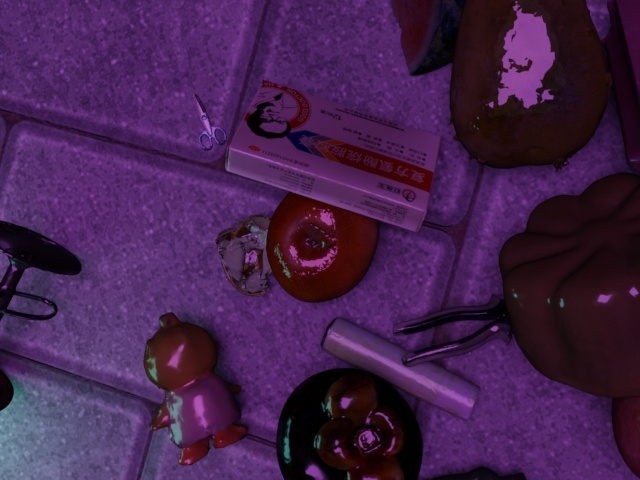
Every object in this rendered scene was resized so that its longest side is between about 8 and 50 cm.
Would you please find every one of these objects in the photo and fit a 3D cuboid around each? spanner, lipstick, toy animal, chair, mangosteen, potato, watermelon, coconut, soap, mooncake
[{"bbox_3d":[0.296,0.152,1.312,0.325,0.040,0.095,-16,59,0],"label":"spanner"},{"bbox_3d":[0.145,0.235,1.346,0.304,0.076,0.076,24,93,11],"label":"lipstick"},{"bbox_3d":[-0.252,0.274,1.383,0.195,0.169,0.281,-18,76,-32],"label":"toy animal"},{"bbox_3d":[-0.672,0.178,1.445,0.226,0.226,0.401,31,96,11],"label":"chair"},{"bbox_3d":[0.056,0.351,1.245,0.275,0.302,0.275,3,71,-9],"label":"mangosteen"},{"bbox_3d":[0.359,-0.299,1.224,0.270,0.219,0.359,2,101,3],"label":"potato"},{"bbox_3d":[0.194,-0.416,1.321,0.202,0.207,0.136,15,64,27],"label":"watermelon"},{"bbox_3d":[-0.141,0.023,1.420,0.133,0.055,0.158,22,91,13],"label":"coconut"},{"bbox_3d":[0.594,-0.255,1.147,0.233,0.128,0.359,0,48,11],"label":"soap"},{"bbox_3d":[0.464,0.049,1.129,0.378,0.378,0.200,-22,117,10],"label":"mooncake"}]

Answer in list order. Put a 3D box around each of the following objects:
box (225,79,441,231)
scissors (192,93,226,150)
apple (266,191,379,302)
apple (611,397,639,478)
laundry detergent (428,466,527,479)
[{"bbox_3d":[0.030,-0.157,1.290,0.353,0.069,0.214,17,47,1],"label":"box"},{"bbox_3d":[-0.235,-0.245,1.469,0.058,0.014,0.119,-21,87,6],"label":"scissors"},{"bbox_3d":[0.000,0.000,1.333,0.210,0.173,0.234,4,90,12],"label":"apple"},{"bbox_3d":[0.637,0.261,1.124,0.345,0.345,0.269,3,82,12],"label":"apple"},{"bbox_3d":[0.276,0.488,1.312,0.222,0.078,0.144,-22,86,8],"label":"laundry detergent"}]
